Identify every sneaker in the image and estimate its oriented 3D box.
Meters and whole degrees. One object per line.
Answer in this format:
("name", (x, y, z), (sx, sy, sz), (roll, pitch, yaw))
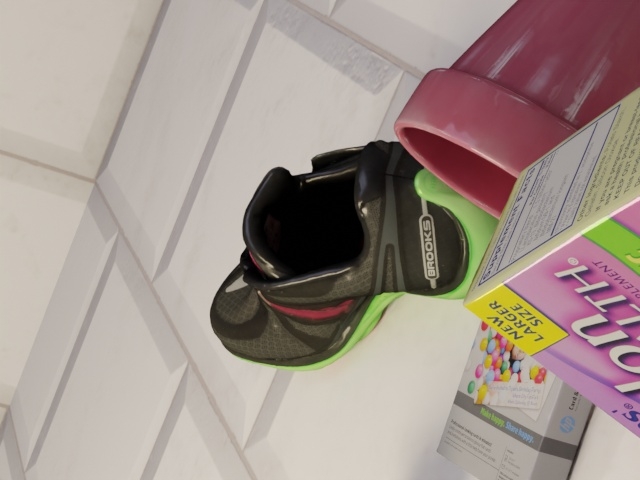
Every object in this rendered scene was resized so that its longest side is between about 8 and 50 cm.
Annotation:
("sneaker", (0.000, 0.000, 1.343), (0.483, 0.202, 0.185), (-34, 43, 55))

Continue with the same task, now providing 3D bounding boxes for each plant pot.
("plant pot", (0.187, -0.107, 1.047), (0.180, 0.201, 0.201), (-57, 23, -4))

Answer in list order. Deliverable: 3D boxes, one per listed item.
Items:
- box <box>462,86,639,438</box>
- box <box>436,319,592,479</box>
("box", (0.243, 0.013, 0.754), (0.243, 0.213, 0.117), (-38, 19, 53))
("box", (0.169, 0.109, 1.101), (0.145, 0.038, 0.186), (24, 94, 66))
